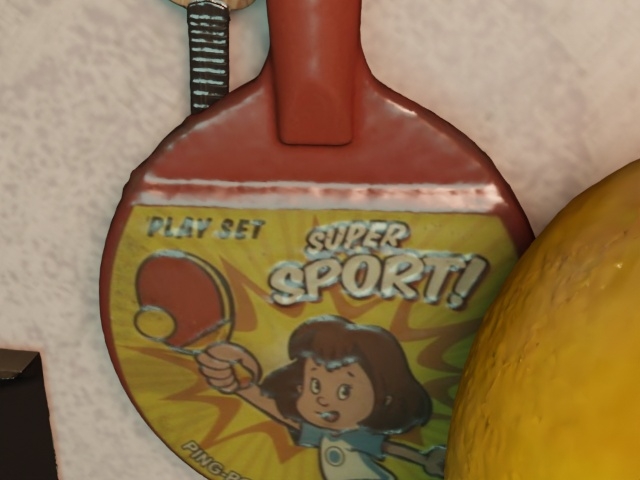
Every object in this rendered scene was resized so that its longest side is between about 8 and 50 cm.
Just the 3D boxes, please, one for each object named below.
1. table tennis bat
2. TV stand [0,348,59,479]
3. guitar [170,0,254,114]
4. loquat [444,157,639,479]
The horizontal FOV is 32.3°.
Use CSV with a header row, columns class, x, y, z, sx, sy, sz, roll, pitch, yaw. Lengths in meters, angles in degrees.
class,x,y,z,sx,sy,sz,roll,pitch,yaw
table tennis bat,0.000,0.000,0.637,0.268,0.051,0.414,2,120,5
TV stand,-0.213,0.197,0.795,0.049,0.040,0.256,4,114,11
guitar,-0.061,-0.117,0.622,0.084,0.038,0.271,7,120,7
loquat,0.223,0.117,0.526,0.329,0.359,0.328,-2,70,5
